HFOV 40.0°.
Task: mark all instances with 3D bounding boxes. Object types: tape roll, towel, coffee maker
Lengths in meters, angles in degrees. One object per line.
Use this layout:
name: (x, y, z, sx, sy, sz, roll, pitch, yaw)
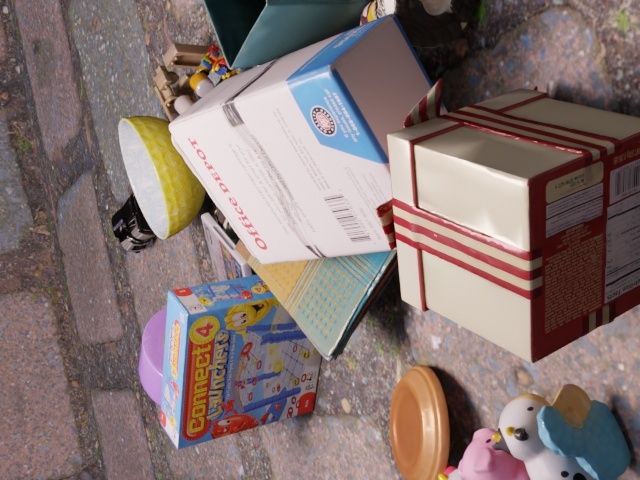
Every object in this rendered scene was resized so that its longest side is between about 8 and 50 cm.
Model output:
tape roll: (-0.247, 0.251, 1.878, 0.275, 0.274, 0.090, 51, 138, 39)
towel: (0.000, 0.000, 1.541, 0.271, 0.040, 0.370, -57, 42, 11)
coffee maker: (-0.476, -0.071, 2.340, 0.178, 0.120, 0.171, -29, 50, 56)

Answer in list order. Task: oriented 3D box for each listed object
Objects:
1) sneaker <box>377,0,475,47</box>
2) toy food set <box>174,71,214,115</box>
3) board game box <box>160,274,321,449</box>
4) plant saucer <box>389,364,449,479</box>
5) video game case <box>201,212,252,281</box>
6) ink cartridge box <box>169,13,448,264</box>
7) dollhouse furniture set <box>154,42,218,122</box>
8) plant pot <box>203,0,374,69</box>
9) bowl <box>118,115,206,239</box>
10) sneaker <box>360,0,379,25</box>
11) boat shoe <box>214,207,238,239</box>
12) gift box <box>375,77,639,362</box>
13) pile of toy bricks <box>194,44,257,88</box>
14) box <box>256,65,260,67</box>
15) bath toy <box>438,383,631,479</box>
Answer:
sneaker: (0.110, -0.479, 1.228, 0.182, 0.158, 0.411, -154, 62, -63)
toy food set: (-0.214, -0.217, 1.782, 0.104, 0.111, 0.232, 49, 163, 38)
board game box: (-0.143, 0.219, 1.675, 0.086, 0.301, 0.308, 41, 132, 46)
plant saucer: (0.153, 0.301, 1.411, 0.200, 0.037, 0.200, -178, 90, -75)
video game case: (-0.193, 0.062, 1.911, 0.183, 0.023, 0.201, 47, 155, 37)
ink cartridge box: (-0.003, -0.131, 1.317, 0.394, 0.166, 0.286, -7, 122, 49)
dollhouse furniture set: (-0.278, -0.329, 1.921, 0.151, 0.144, 0.123, -42, 67, 38)
plant pot: (-0.040, -0.392, 1.398, 0.165, 0.234, 0.166, -46, 60, 53)
bowl: (-0.333, -0.160, 1.998, 0.289, 0.156, 0.290, 49, 150, 41)
sneaker: (0.101, -0.281, 1.371, 0.084, 0.069, 0.186, 168, 98, -68)
boat shoe: (-0.174, -0.083, 1.852, 0.069, 0.081, 0.228, 62, 147, 20)
gift box: (0.235, -0.054, 1.037, 0.258, 0.255, 0.277, 25, 126, 51)
pile of toy bricks: (-0.175, -0.360, 1.781, 0.105, 0.118, 0.212, -63, 21, -6)
box: (-0.051, -0.287, 1.574, 0.102, 0.101, 0.087, 54, 140, 39)
bath toy: (0.259, 0.317, 1.214, 0.151, 0.129, 0.348, 65, 147, 23)
